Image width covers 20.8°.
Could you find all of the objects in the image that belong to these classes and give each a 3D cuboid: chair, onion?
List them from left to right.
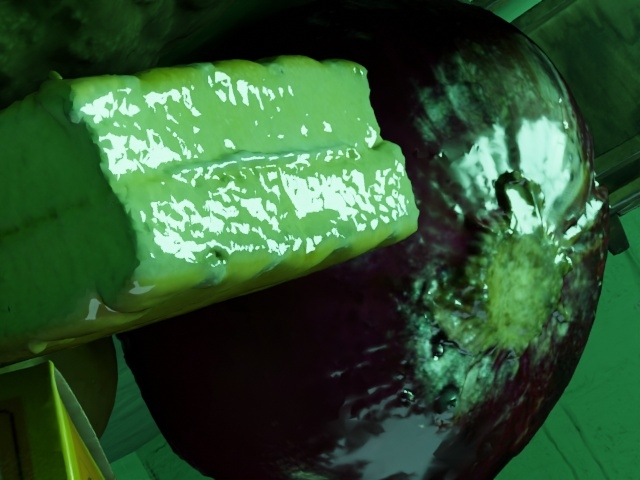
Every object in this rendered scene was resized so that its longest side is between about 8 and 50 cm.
[{"bbox_3d":[0.000,0.000,1.071,0.260,0.337,0.282,15,-176,-39],"label":"onion"},{"bbox_3d":[0.267,-0.139,1.407,0.240,0.203,0.416,-34,166,11],"label":"chair"}]

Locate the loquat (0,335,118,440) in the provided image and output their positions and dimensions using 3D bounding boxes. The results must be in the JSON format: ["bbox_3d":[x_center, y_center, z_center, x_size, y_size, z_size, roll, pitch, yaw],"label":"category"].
[{"bbox_3d":[-0.224,0.077,1.034,0.208,0.208,0.208,-30,173,-4],"label":"loquat"}]

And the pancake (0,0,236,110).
[{"bbox_3d":[-0.105,-0.105,0.802,0.242,0.050,0.242,-32,174,-4],"label":"pancake"}]

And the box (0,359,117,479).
[{"bbox_3d":[-0.226,0.225,0.868,0.283,0.214,0.259,-13,151,-2],"label":"box"}]

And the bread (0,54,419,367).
[{"bbox_3d":[-0.119,-0.005,0.838,0.246,0.111,0.239,-18,177,32],"label":"bread"}]
